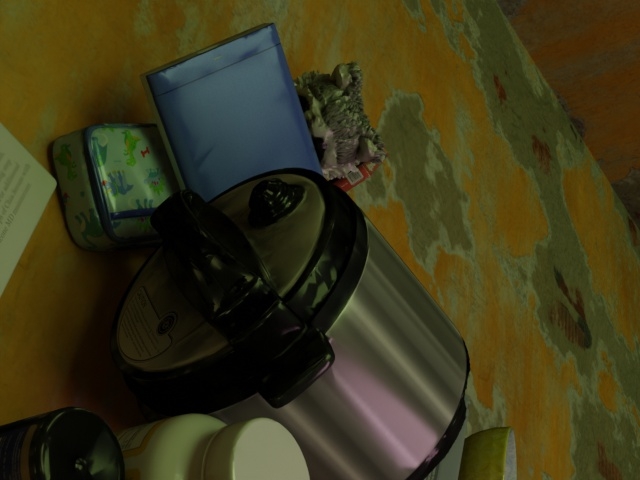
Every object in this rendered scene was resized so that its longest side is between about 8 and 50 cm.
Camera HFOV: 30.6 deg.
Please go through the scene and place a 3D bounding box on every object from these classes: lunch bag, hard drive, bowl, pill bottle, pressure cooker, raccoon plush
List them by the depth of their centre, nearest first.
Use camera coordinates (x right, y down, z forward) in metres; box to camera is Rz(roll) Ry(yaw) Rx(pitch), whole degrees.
[{"bbox_3d":[-0.320,0.251,1.205,0.123,0.219,0.122,35,46,-46],"label":"pill bottle"},{"bbox_3d":[-0.184,0.297,1.290,0.188,0.334,0.188,34,47,-47],"label":"pill bottle"},{"bbox_3d":[-0.055,0.112,1.476,0.420,0.370,0.375,50,45,-31],"label":"pressure cooker"},{"bbox_3d":[-0.262,-0.073,1.625,0.219,0.090,0.176,-7,84,-59],"label":"lunch bag"},{"bbox_3d":[-0.108,-0.122,1.664,0.210,0.040,0.318,-28,112,-26],"label":"hard drive"},{"bbox_3d":[0.003,-0.220,1.938,0.216,0.299,0.446,60,31,-19],"label":"raccoon plush"},{"bbox_3d":[0.262,0.475,2.093,0.289,0.156,0.289,1,90,-76],"label":"bowl"}]

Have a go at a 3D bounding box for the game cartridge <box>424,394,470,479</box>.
[{"bbox_3d":[0.145,0.344,1.998,0.198,0.062,0.297,20,42,0],"label":"game cartridge"}]

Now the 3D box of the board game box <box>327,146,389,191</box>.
[{"bbox_3d":[0.039,-0.101,2.013,0.027,0.145,0.281,57,14,-4],"label":"board game box"}]

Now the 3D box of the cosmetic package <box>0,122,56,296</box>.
[{"bbox_3d":[-0.499,-0.114,1.170,0.453,0.161,0.230,51,35,-31],"label":"cosmetic package"}]
